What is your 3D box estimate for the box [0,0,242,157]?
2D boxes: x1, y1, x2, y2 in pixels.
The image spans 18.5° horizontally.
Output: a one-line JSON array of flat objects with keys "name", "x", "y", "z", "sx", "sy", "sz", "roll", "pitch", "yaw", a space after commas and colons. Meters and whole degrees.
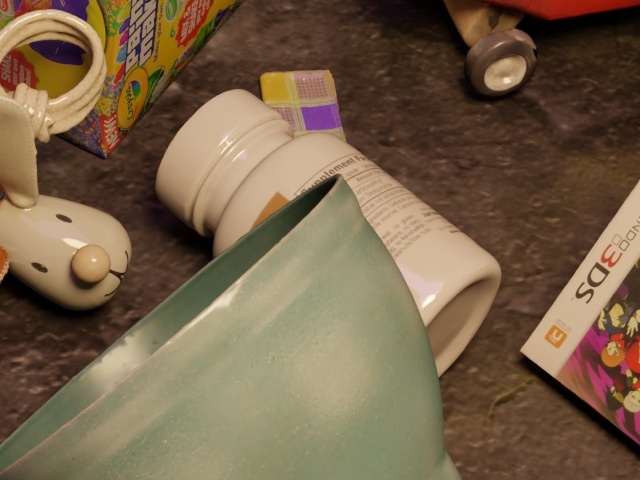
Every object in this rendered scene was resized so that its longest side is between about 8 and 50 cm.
[{"name": "box", "x": -0.150, "y": -0.274, "z": 1.451, "sx": 0.177, "sy": 0.290, "sz": 0.279, "roll": 28, "pitch": 53, "yaw": 11}]

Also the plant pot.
[{"name": "plant pot", "x": -0.040, "y": 0.127, "z": 1.182, "sx": 0.196, "sy": 0.293, "sz": 0.293, "roll": 50, "pitch": 56, "yaw": -5}]

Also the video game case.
[{"name": "video game case", "x": 0.285, "y": 0.061, "z": 1.332, "sx": 0.232, "sy": 0.210, "sz": 0.042, "roll": 39, "pitch": 16, "yaw": 19}]

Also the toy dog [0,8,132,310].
[{"name": "toy dog", "x": -0.271, "y": -0.040, "z": 1.262, "sx": 0.333, "sy": 0.220, "sz": 0.161, "roll": -1, "pitch": 9, "yaw": -21}]

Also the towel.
[{"name": "towel", "x": -0.014, "y": -0.100, "z": 1.517, "sx": 0.060, "sy": 0.009, "sz": 0.083, "roll": -1, "pitch": 52, "yaw": -12}]

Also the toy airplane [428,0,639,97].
[{"name": "toy airplane", "x": 0.278, "y": -0.277, "z": 1.541, "sx": 0.386, "sy": 0.272, "sz": 0.384, "roll": 24, "pitch": 47, "yaw": 13}]

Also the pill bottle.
[{"name": "pill bottle", "x": 0.000, "y": 0.000, "z": 1.360, "sx": 0.229, "sy": 0.131, "sz": 0.131, "roll": 39, "pitch": 55, "yaw": 20}]
